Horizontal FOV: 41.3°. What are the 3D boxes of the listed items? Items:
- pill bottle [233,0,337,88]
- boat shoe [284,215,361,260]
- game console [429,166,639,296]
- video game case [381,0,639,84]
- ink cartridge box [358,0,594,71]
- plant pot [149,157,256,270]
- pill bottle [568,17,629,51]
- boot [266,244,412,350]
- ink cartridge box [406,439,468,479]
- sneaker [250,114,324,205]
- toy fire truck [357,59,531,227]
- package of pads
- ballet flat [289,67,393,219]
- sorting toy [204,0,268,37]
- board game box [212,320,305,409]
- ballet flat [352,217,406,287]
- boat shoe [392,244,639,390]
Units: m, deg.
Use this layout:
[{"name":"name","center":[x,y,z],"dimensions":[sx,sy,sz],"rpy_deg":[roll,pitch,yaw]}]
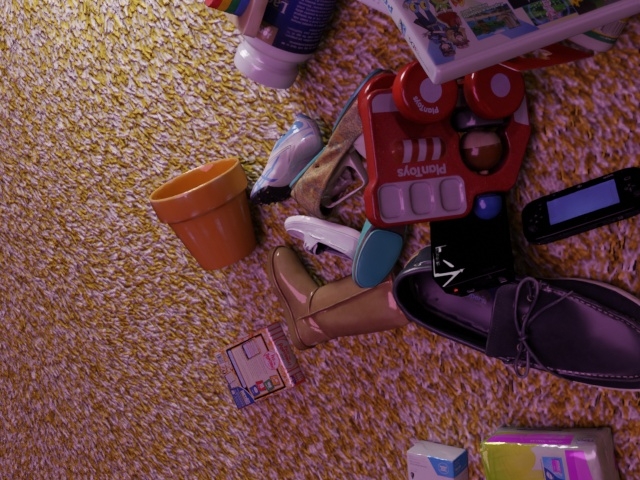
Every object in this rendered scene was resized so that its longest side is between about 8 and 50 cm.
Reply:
[{"name":"pill bottle","center":[-0.059,-0.426,1.572],"dimensions":[0.153,0.153,0.264],"rpy_deg":[40,123,22]},{"name":"boat shoe","center":[0.000,0.000,1.664],"dimensions":[0.184,0.066,0.063],"rpy_deg":[16,69,27]},{"name":"game console","center":[0.347,-0.040,1.378],"dimensions":[0.361,0.213,0.044],"rpy_deg":[-20,132,23]},{"name":"video game case","center":[0.229,-0.380,1.154],"dimensions":[0.036,0.329,0.300],"rpy_deg":[99,147,-64]},{"name":"ink cartridge box","center":[0.208,-0.378,1.286],"dimensions":[0.385,0.308,0.091],"rpy_deg":[32,121,26]},{"name":"plant pot","center":[-0.228,-0.048,1.790],"dimensions":[0.205,0.205,0.188],"rpy_deg":[-8,113,38]},{"name":"pill bottle","center":[0.426,-0.394,1.241],"dimensions":[0.117,0.117,0.208],"rpy_deg":[39,123,22]},{"name":"boot","center":[0.039,0.085,1.688],"dimensions":[0.269,0.089,0.236],"rpy_deg":[-23,87,34]},{"name":"ink cartridge box","center":[0.233,0.494,1.663],"dimensions":[0.104,0.060,0.180],"rpy_deg":[2,104,36]},{"name":"sneaker","center":[-0.071,-0.156,1.710],"dimensions":[0.237,0.085,0.086],"rpy_deg":[-49,46,39]},{"name":"toy fire truck","center":[0.203,-0.154,1.366],"dimensions":[0.169,0.302,0.254],"rpy_deg":[-179,84,-68]},{"name":"package of pads","center":[0.415,0.479,1.498],"dimensions":[0.229,0.101,0.296],"rpy_deg":[-9,96,38]},{"name":"ballet flat","center":[0.063,-0.165,1.579],"dimensions":[0.123,0.123,0.348],"rpy_deg":[51,132,14]},{"name":"sorting toy","center":[-0.146,-0.524,1.507],"dimensions":[0.257,0.089,0.255],"rpy_deg":[-69,27,21]},{"name":"board game box","center":[-0.140,0.281,1.894],"dimensions":[0.193,0.045,0.146],"rpy_deg":[-28,85,38]},{"name":"ballet flat","center":[0.119,-0.031,1.582],"dimensions":[0.087,0.083,0.247],"rpy_deg":[-124,52,-70]},{"name":"boat shoe","center":[0.342,0.135,1.427],"dimensions":[0.500,0.156,0.186],"rpy_deg":[20,112,30]}]
